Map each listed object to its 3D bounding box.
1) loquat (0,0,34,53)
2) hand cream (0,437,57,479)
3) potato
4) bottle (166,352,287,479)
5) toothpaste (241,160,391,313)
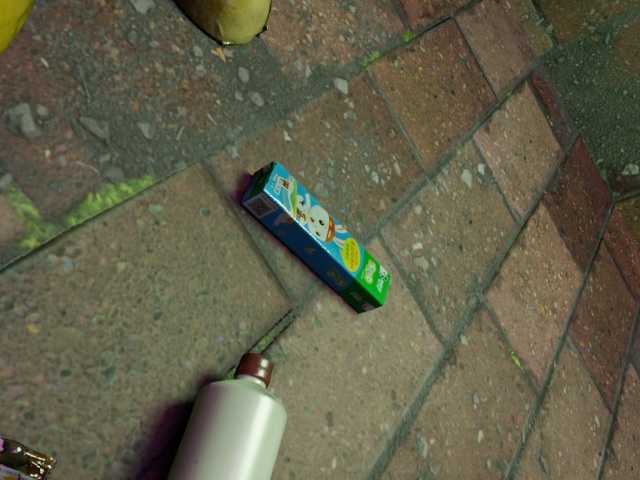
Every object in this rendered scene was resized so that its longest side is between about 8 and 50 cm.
[{"bbox_3d":[-0.372,-0.250,0.510,0.274,0.274,0.275,24,56,-39],"label":"loquat"},{"bbox_3d":[-0.277,0.252,0.551,0.062,0.039,0.163,37,42,-29],"label":"hand cream"},{"bbox_3d":[-0.151,-0.390,0.921,0.243,0.138,0.098,48,47,-17],"label":"potato"},{"bbox_3d":[-0.100,0.231,0.700,0.104,0.104,0.245,40,46,-28],"label":"bottle"},{"bbox_3d":[0.000,0.000,0.965,0.266,0.050,0.065,44,42,-26],"label":"toothpaste"}]
